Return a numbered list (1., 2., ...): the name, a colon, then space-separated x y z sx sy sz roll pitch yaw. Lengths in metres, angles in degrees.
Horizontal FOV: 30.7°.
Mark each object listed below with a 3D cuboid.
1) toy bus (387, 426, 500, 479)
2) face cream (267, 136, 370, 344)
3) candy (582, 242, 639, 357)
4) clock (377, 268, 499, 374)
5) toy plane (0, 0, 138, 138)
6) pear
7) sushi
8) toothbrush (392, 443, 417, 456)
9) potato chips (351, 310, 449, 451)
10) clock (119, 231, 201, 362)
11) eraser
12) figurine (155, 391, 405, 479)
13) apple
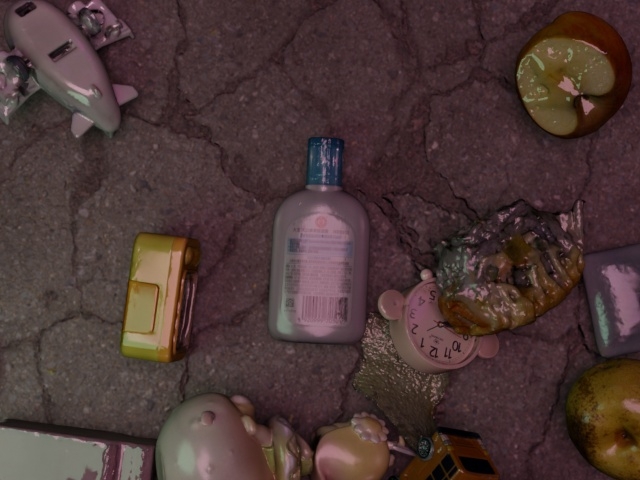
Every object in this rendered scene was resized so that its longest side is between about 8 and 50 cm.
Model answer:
1. toy bus: 0.182 0.399 1.842 0.098 0.114 0.201 15 122 -36
2. face cream: 0.000 0.000 1.913 0.162 0.080 0.337 2 88 1
3. candy: 0.507 0.096 1.911 0.138 0.071 0.174 -11 87 0
4. clock: 0.187 0.137 1.891 0.229 0.063 0.156 22 64 -22
5. toy plane: -0.417 -0.283 1.906 0.266 0.122 0.267 4 75 -14
6. pear: 0.490 0.278 1.854 0.197 0.197 0.197 0 88 0
7. sushi: 0.304 0.036 1.863 0.274 0.139 0.184 -28 91 -28
8. toothbrush: 0.177 0.350 1.891 0.162 0.014 0.017 26 98 -35
9. potato chips: 0.136 0.233 1.911 0.167 0.059 0.228 9 72 -12
10. clock: -0.255 0.091 1.881 0.096 0.143 0.202 8 89 3
11. eraser: -0.418 0.485 1.880 0.272 0.122 0.359 9 87 0
12. figurine: -0.057 0.366 1.844 0.394 0.227 0.275 -2 51 -15
13. apple: 0.411 -0.267 1.878 0.173 0.160 0.195 47 130 17
